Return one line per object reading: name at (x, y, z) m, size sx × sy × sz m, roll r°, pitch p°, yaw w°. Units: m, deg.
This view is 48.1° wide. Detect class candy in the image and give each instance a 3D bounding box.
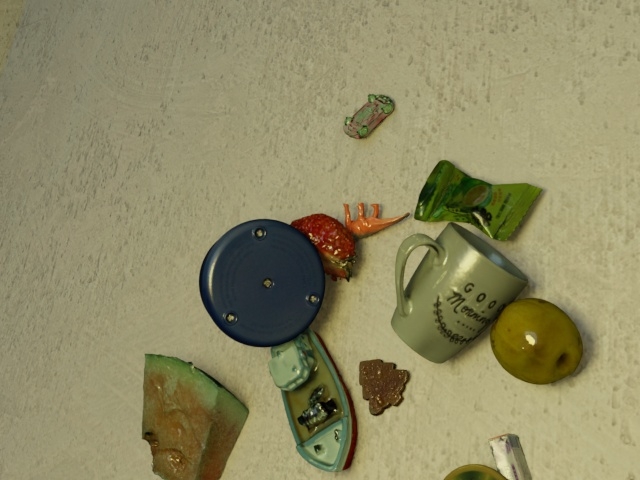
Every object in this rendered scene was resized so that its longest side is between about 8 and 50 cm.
candy at (0.322, -0.077, 1.500) m, size 0.246 × 0.069 × 0.149 m, roll 20°, pitch 77°, yaw 45°

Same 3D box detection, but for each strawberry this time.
strawberry at (-0.002, -0.004, 1.650) m, size 0.236 × 0.175 × 0.107 m, roll 29°, pitch 67°, yaw 23°

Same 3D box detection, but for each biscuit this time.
biscuit at (0.126, 0.296, 1.500) m, size 0.119 × 0.019 × 0.130 m, roll -50°, pitch 50°, yaw 7°

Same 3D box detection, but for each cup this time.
cup at (0.226, 0.093, 1.371) m, size 0.234 × 0.258 × 0.186 m, roll -53°, pitch 30°, yaw 13°

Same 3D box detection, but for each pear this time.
pear at (0.381, 0.179, 1.285) m, size 0.149 × 0.149 × 0.162 m, roll -54°, pitch 45°, yaw 3°

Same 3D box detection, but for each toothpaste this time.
toothpaste at (0.349, 0.439, 1.256) m, size 0.047 × 0.040 × 0.196 m, roll -28°, pitch 56°, yaw 25°

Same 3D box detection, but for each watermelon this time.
watermelon at (-0.309, 0.415, 1.699) m, size 0.264 × 0.151 × 0.302 m, roll 13°, pitch 95°, yaw 36°

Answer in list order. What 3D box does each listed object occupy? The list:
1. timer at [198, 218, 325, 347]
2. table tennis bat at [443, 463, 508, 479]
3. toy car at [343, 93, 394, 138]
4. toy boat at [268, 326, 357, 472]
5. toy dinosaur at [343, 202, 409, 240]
timer at (-0.177, 0.094, 1.660) m, size 0.383 × 0.270 × 0.270 m, roll -5°, pitch 62°, yaw 68°
table tennis bat at (0.293, 0.538, 1.225) m, size 0.198 × 0.050 × 0.321 m, roll -48°, pitch 41°, yaw 24°
toy car at (0.119, -0.301, 1.762) m, size 0.142 × 0.055 × 0.069 m, roll -44°, pitch 50°, yaw -6°
toy boat at (-0.020, 0.338, 1.513) m, size 0.145 × 0.133 × 0.332 m, roll -37°, pitch 52°, yaw 16°
toy dinosaur at (0.078, -0.038, 1.666) m, size 0.279 × 0.055 × 0.101 m, roll -7°, pitch 84°, yaw 42°
